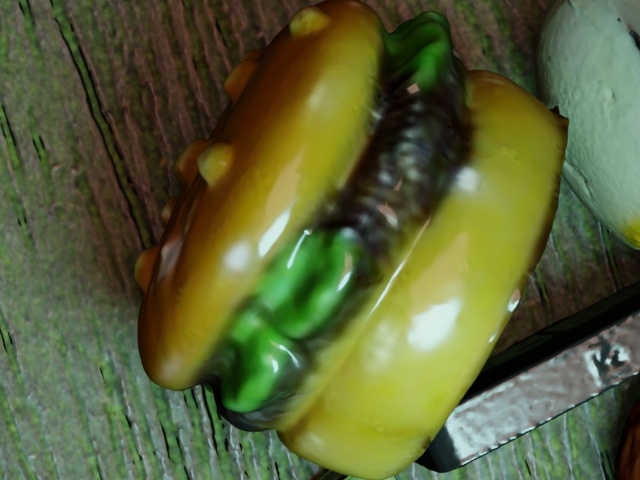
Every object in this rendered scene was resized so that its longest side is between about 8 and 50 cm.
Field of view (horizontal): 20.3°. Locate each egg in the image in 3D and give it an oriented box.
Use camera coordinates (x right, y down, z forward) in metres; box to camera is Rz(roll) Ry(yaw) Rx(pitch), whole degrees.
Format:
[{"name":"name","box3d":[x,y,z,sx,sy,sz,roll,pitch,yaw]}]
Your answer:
[{"name":"egg","box3d":[0.306,-0.115,1.623,0.337,0.337,0.201,47,120,-4]}]

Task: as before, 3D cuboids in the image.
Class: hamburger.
[{"name":"hamburger","box3d":[0.000,0.000,1.514,0.277,0.396,0.396,27,85,-7]}]

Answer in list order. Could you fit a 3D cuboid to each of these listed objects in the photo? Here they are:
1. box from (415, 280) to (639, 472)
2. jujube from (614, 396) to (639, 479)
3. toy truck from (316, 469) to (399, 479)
[{"name":"box","box3d":[0.233,0.104,1.616,0.350,0.211,0.058,-27,90,-7]},{"name":"jujube","box3d":[0.379,0.173,1.652,0.190,0.190,0.255,28,73,-6]},{"name":"toy truck","box3d":[0.075,0.287,1.638,0.085,0.116,0.191,-34,93,-8]}]
